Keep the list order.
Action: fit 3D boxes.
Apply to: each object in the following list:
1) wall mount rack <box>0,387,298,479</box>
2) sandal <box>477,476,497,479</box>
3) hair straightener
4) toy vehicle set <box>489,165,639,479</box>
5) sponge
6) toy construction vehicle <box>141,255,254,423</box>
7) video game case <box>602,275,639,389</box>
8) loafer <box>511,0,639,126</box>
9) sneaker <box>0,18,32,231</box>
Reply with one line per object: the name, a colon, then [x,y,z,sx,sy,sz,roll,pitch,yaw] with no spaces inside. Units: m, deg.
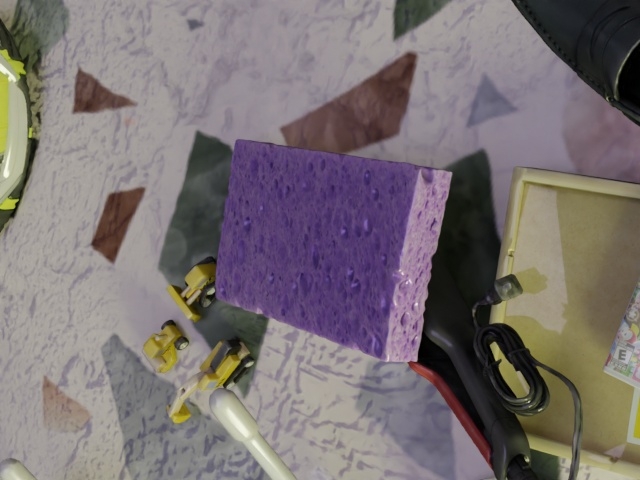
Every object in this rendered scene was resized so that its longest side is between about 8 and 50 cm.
wall mount rack: [-0.072,0.267,0.854,0.350,0.130,0.304,-21,78,32]
sandal: [0.146,0.259,0.736,0.102,0.076,0.265,-40,68,27]
hair straightener: [0.087,0.062,0.743,0.089,0.047,0.230,-67,32,32]
toy vehicle set: [0.221,0.059,0.711,0.267,0.035,0.166,12,96,34]
sponge: [0.000,0.000,0.825,0.210,0.031,0.117,15,97,54]
toy construction vehicle: [-0.095,0.073,0.930,0.098,0.035,0.086,-47,65,25]
video game case: [0.213,0.034,0.687,0.087,0.011,0.122,27,104,32]
loafer: [0.184,-0.108,0.712,0.223,0.078,0.076,45,113,27]
sneaker: [-0.362,-0.024,1.048,0.145,0.147,0.384,35,107,32]
